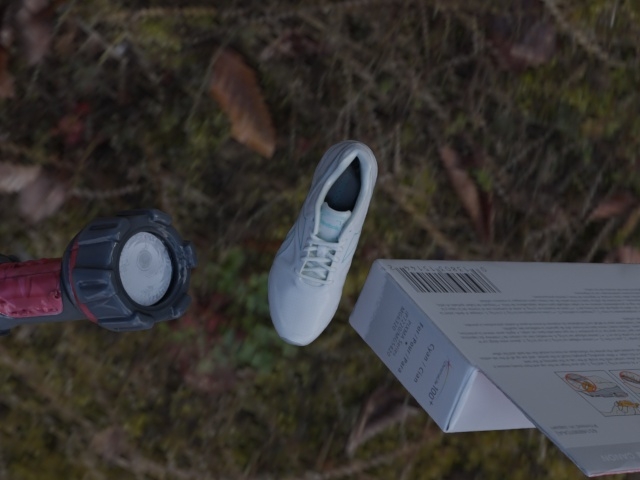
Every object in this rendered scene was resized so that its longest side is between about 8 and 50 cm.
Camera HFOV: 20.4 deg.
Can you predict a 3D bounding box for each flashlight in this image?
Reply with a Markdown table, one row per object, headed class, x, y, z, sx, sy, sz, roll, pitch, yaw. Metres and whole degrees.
| class | x | y | z | sx | sy | sz | roll | pitch | yaw |
| --- | --- | --- | --- | --- | --- | --- | --- | --- | --- |
| flashlight | -0.238 | 0.034 | 1.542 | 0.304 | 0.103 | 0.103 | -5 | 104 | 45 |

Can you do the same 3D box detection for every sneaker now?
| class | x | y | z | sx | sy | sz | roll | pitch | yaw |
| --- | --- | --- | --- | --- | --- | --- | --- | --- | --- |
| sneaker | 0.000 | 0.000 | 1.243 | 0.054 | 0.061 | 0.152 | 18 | 89 | -2 |

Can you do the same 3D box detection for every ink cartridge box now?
| class | x | y | z | sx | sy | sz | roll | pitch | yaw |
| --- | --- | --- | --- | --- | --- | --- | --- | --- | --- |
| ink cartridge box | 0.209 | 0.107 | 1.309 | 0.296 | 0.261 | 0.066 | 1 | 121 | -37 |
